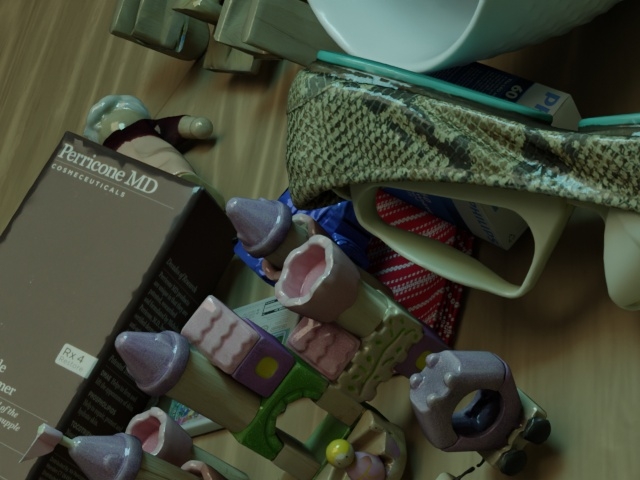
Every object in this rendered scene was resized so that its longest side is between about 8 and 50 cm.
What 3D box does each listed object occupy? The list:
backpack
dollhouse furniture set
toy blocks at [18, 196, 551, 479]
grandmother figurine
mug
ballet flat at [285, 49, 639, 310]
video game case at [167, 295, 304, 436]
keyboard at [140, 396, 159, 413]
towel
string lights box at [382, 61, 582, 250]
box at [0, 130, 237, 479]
[{"bbox_3d":[0.000,0.000,1.393,0.120,0.098,0.101,-50,60,3],"label":"backpack"},{"bbox_3d":[-0.030,-0.390,1.859,0.362,0.256,0.394,14,87,56],"label":"dollhouse furniture set"},{"bbox_3d":[-0.049,0.125,1.176,0.288,0.260,0.309,-53,33,3],"label":"toy blocks"},{"bbox_3d":[-0.228,-0.093,1.827,0.208,0.104,0.342,-20,29,-7],"label":"grandmother figurine"},{"bbox_3d":[0.172,-0.361,1.332,0.328,0.374,0.276,-19,23,-36],"label":"mug"},{"bbox_3d":[0.188,-0.040,1.163,0.482,0.164,0.182,9,94,26],"label":"ballet flat"},{"bbox_3d":[-0.083,0.124,1.478,0.157,0.019,0.143,-20,41,36],"label":"video game case"},{"bbox_3d":[-0.210,0.109,1.652,0.072,0.014,0.256,-35,34,19],"label":"keyboard"},{"bbox_3d":[0.066,0.014,1.409,0.199,0.031,0.275,-19,42,39],"label":"towel"},{"bbox_3d":[0.109,-0.102,1.373,0.133,0.077,0.259,-47,44,-14],"label":"string lights box"},{"bbox_3d":[-0.264,0.098,1.531,0.191,0.143,0.381,22,72,25],"label":"box"}]
